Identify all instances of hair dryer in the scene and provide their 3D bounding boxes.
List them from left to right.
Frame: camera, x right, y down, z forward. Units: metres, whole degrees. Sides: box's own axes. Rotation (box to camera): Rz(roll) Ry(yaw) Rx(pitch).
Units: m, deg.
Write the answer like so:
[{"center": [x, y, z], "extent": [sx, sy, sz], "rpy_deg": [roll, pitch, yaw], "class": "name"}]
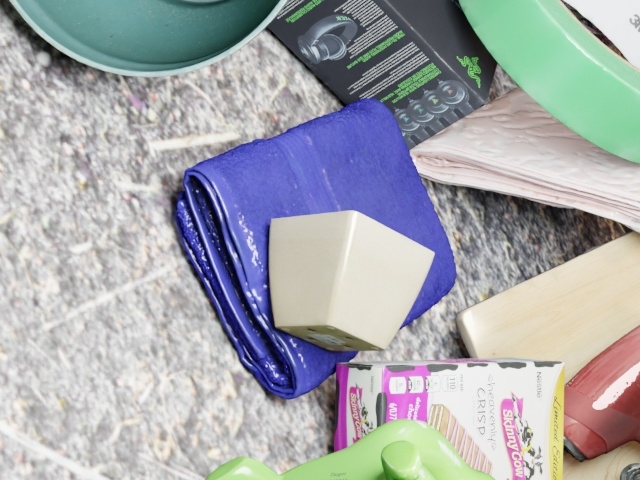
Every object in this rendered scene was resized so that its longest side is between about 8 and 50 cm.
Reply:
[{"center": [0.328, 0.199, 1.493], "extent": [0.223, 0.080, 0.294], "rpy_deg": [4, 98, -18], "class": "hair dryer"}]

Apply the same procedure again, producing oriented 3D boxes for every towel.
[{"center": [0.000, 0.000, 1.438], "extent": [0.308, 0.076, 0.228], "rpy_deg": [-28, 96, -50], "class": "towel"}, {"center": [0.308, -0.099, 1.667], "extent": [0.332, 0.317, 0.053], "rpy_deg": [-27, 128, -51], "class": "towel"}]

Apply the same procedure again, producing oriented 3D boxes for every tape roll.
[{"center": [0.288, -0.223, 1.582], "extent": [0.321, 0.077, 0.321], "rpy_deg": [27, 36, -22], "class": "tape roll"}]

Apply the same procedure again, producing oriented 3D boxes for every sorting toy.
[{"center": [0.289, 0.144, 1.567], "extent": [0.257, 0.089, 0.256], "rpy_deg": [-23, 91, -16], "class": "sorting toy"}]

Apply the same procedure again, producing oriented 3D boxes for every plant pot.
[{"center": [-0.130, -0.296, 1.337], "extent": [0.293, 0.293, 0.196], "rpy_deg": [59, 13, -2], "class": "plant pot"}, {"center": [0.019, 0.041, 1.305], "extent": [0.109, 0.109, 0.096], "rpy_deg": [27, 68, -40], "class": "plant pot"}]

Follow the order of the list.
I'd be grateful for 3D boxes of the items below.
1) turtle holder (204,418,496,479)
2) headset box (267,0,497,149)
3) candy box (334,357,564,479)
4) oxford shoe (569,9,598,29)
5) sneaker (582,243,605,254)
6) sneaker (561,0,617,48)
[{"center": [0.015, 0.284, 1.182], "extent": [0.227, 0.243, 0.320], "rpy_deg": [62, 17, -19], "class": "turtle holder"}, {"center": [0.074, -0.267, 1.606], "extent": [0.283, 0.131, 0.246], "rpy_deg": [44, 40, -20], "class": "headset box"}, {"center": [0.123, 0.190, 1.391], "extent": [0.233, 0.071, 0.159], "rpy_deg": [1, 89, -38], "class": "candy box"}, {"center": [0.339, -0.361, 1.961], "extent": [0.449, 0.169, 0.130], "rpy_deg": [-2, 28, -39], "class": "oxford shoe"}, {"center": [0.385, 0.166, 1.696], "extent": [0.319, 0.127, 0.208], "rpy_deg": [48, 40, -14], "class": "sneaker"}, {"center": [0.350, -0.290, 1.825], "extent": [0.299, 0.112, 0.121], "rpy_deg": [-1, 26, -22], "class": "sneaker"}]
